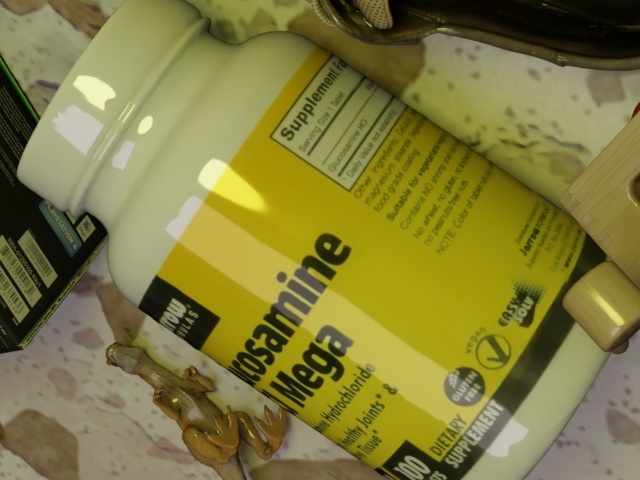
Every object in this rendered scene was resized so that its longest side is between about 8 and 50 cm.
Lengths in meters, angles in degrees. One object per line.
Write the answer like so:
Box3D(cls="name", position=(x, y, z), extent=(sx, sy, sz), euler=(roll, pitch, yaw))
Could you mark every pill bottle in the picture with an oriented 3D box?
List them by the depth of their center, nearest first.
Box3D(cls="pill bottle", position=(0.000, 0.000, 1.135), extent=(0.334, 0.188, 0.188), euler=(34, 134, 0))

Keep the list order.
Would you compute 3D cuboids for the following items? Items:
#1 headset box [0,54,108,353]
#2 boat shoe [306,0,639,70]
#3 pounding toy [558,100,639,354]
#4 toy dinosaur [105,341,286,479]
Box3D(cls="headset box", position=(-0.333, -0.037, 1.324), extent=(0.283, 0.131, 0.246), euler=(-13, 119, 35))
Box3D(cls="boat shoe", position=(0.042, -0.176, 1.009), extent=(0.355, 0.130, 0.132), euler=(13, 131, 18))
Box3D(cls="pounding toy", position=(0.175, -0.024, 1.002), extent=(0.094, 0.206, 0.181), euler=(49, 135, 10))
Box3D(cls="toy dinosaur", position=(-0.071, 0.147, 1.395), extent=(0.112, 0.064, 0.211), euler=(-15, 110, 56))
